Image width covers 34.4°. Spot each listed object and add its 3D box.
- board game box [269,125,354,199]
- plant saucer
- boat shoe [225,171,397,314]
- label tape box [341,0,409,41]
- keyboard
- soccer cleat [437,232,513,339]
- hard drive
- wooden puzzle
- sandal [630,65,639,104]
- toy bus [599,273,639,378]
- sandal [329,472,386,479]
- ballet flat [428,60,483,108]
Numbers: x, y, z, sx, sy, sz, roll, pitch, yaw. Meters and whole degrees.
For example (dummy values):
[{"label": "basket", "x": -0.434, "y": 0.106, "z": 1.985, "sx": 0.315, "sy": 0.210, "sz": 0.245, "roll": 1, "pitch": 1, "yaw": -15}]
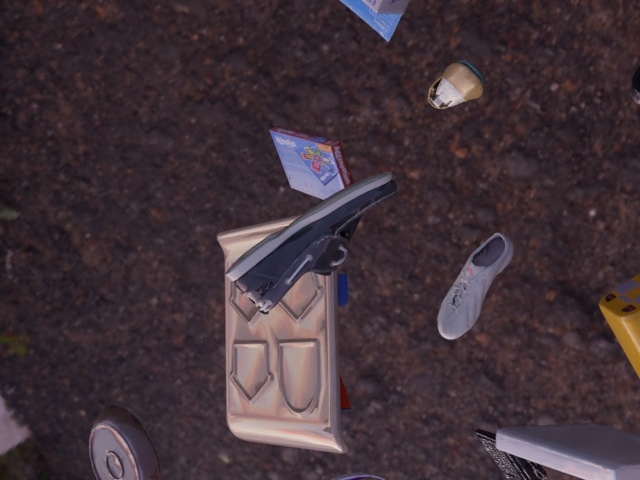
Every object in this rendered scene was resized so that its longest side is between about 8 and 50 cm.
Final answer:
[{"label": "board game box", "x": -0.014, "y": -0.155, "z": 2.152, "sx": 0.281, "sy": 0.027, "sz": 0.145, "roll": 24, "pitch": 140, "yaw": 59}, {"label": "plant saucer", "x": -0.292, "y": 0.326, "z": 1.513, "sx": 0.168, "sy": 0.029, "sz": 0.169, "roll": 18, "pitch": 116, "yaw": 43}, {"label": "boat shoe", "x": 0.000, "y": 0.000, "z": 1.215, "sx": 0.233, "sy": 0.084, "sz": 0.079, "roll": -35, "pitch": 96, "yaw": 14}, {"label": "label tape box", "x": 0.068, "y": -0.551, "z": 1.897, "sx": 0.249, "sy": 0.115, "sz": 0.348, "roll": 44, "pitch": 140, "yaw": 16}, {"label": "keyboard", "x": 0.339, "y": 0.386, "z": 1.799, "sx": 0.108, "sy": 0.023, "sz": 0.180, "roll": 11, "pitch": 152, "yaw": 36}, {"label": "soccer cleat", "x": 0.248, "y": 0.071, "z": 1.694, "sx": 0.068, "sy": 0.196, "sz": 0.076, "roll": 31, "pitch": 173, "yaw": 28}, {"label": "hard drive", "x": 0.434, "y": 0.324, "z": 1.569, "sx": 0.307, "sy": 0.202, "sz": 0.040, "roll": -179, "pitch": 91, "yaw": -69}, {"label": "wooden puzzle", "x": -0.049, "y": 0.145, "z": 1.607, "sx": 0.322, "sy": 0.080, "sz": 0.348, "roll": -10, "pitch": 84, "yaw": 56}, {"label": "sandal", "x": 0.484, "y": -0.206, "z": 1.183, "sx": 0.254, "sy": 0.097, "sz": 0.054, "roll": -7, "pitch": 136, "yaw": 18}, {"label": "toy bus", "x": 0.483, "y": 0.189, "z": 1.262, "sx": 0.130, "sy": 0.108, "sz": 0.333, "roll": -32, "pitch": 101, "yaw": -1}, {"label": "sandal", "x": 0.025, "y": 0.336, "z": 1.195, "sx": 0.102, "sy": 0.169, "sz": 0.416, "roll": 39, "pitch": 144, "yaw": -25}, {"label": "ballet flat", "x": 0.240, "y": -0.269, "z": 1.866, "sx": 0.080, "sy": 0.232, "sz": 0.073, "roll": 45, "pitch": 91, "yaw": -2}]
